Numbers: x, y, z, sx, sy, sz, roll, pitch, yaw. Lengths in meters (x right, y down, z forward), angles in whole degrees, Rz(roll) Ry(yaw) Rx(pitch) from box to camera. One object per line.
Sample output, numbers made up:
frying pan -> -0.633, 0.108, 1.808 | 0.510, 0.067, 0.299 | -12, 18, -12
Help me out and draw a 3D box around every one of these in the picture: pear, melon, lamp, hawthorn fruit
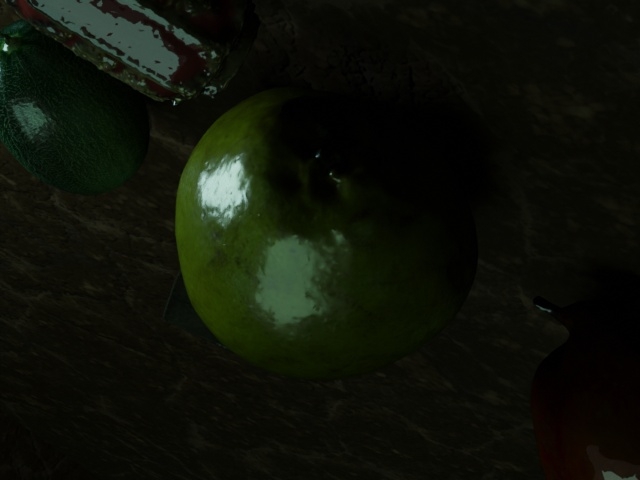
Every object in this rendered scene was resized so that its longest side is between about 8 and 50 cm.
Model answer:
pear -> 0.000, 0.000, 1.701 | 0.352, 0.352, 0.413 | 21, 166, 10
melon -> -0.316, -0.169, 1.818 | 0.182, 0.182, 0.287 | 13, 155, 26
lamp -> -0.196, -0.256, 1.523 | 0.274, 0.177, 0.177 | 32, 156, -18
hawthorn fruit -> 0.413, 0.223, 1.838 | 0.308, 0.324, 0.308 | -4, -174, 0

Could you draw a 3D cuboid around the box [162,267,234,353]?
box -> -0.111, 0.060, 2.154 | 0.184, 0.143, 0.273 | 25, 158, -1
